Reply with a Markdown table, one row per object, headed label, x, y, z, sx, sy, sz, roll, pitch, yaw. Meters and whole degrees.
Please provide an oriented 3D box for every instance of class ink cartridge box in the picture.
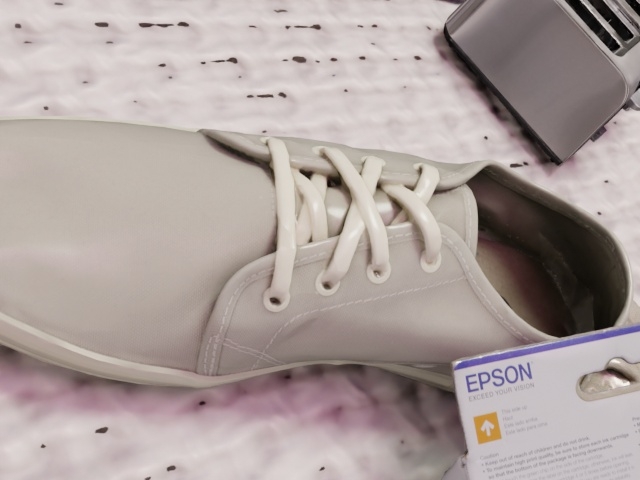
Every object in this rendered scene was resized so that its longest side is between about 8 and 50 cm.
| label | x | y | z | sx | sy | sz | roll | pitch | yaw |
| --- | --- | --- | --- | --- | --- | --- | --- | --- | --- |
| ink cartridge box | 0.183 | 0.162 | 0.539 | 0.223 | 0.045 | 0.224 | -7 | 80 | -22 |

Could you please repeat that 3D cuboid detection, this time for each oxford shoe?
| label | x | y | z | sx | sy | sz | roll | pitch | yaw |
| --- | --- | --- | --- | --- | --- | --- | --- | --- | --- |
| oxford shoe | 0.000 | 0.000 | 0.532 | 0.449 | 0.130 | 0.169 | 11 | 57 | -26 |

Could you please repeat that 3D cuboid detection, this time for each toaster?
| label | x | y | z | sx | sy | sz | roll | pitch | yaw |
| --- | --- | --- | --- | --- | --- | --- | --- | --- | --- |
| toaster | 0.211 | -0.181 | 0.799 | 0.186 | 0.110 | 0.168 | 49 | 46 | 4 |

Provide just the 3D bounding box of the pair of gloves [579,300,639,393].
| label | x | y | z | sx | sy | sz | roll | pitch | yaw |
| --- | --- | --- | --- | --- | --- | --- | --- | --- | --- |
| pair of gloves | 0.248 | 0.172 | 0.639 | 0.204 | 0.042 | 0.240 | 40 | 48 | -5 |
